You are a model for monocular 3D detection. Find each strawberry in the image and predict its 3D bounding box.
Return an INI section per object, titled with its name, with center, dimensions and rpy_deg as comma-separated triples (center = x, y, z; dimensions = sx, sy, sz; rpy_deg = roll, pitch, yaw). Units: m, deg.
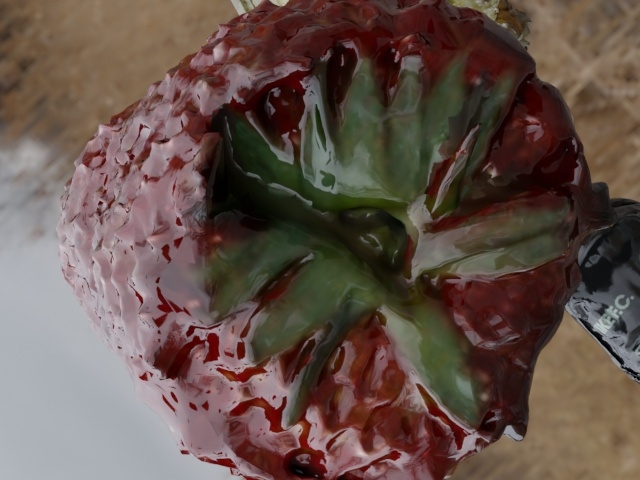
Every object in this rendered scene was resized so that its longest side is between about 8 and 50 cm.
[strawberry]
center = -0.003, -0.003, 0.962
dimensions = 0.261, 0.261, 0.257
rpy_deg = 48, 173, -11

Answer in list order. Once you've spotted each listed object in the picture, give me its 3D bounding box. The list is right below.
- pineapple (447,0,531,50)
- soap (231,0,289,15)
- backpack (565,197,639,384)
[pineapple]
center = 0.085, -0.145, 1.576
dimensions = 0.047, 0.221, 0.221
rpy_deg = 38, -173, -45
[soap]
center = -0.057, -0.249, 1.760
dimensions = 0.252, 0.037, 0.092
rpy_deg = -117, 30, -46
[backpack]
center = 0.246, 0.046, 1.320
dimensions = 0.165, 0.120, 0.106
rpy_deg = 28, -172, -9
